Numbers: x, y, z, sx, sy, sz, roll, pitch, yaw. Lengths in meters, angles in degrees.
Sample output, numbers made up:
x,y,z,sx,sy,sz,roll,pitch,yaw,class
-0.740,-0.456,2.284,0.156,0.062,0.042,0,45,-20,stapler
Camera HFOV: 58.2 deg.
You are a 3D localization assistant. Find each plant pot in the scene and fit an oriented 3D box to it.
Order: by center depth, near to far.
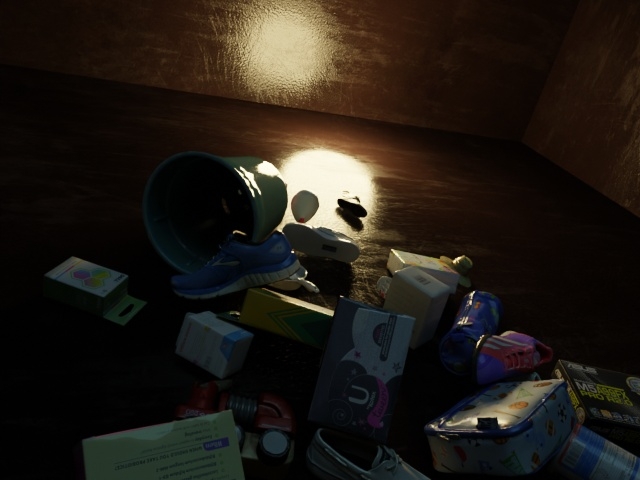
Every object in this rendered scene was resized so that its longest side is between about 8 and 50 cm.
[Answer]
x,y,z,sx,sy,sz,roll,pitch,yaw,class
-0.266,-0.100,1.641,0.341,0.341,0.334,22,20,12,plant pot

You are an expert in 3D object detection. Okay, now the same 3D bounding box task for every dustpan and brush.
x,y,z,sx,sy,sz,roll,pitch,yaw,class
-0.077,0.106,1.605,0.147,0.060,0.211,-11,37,-41,dustpan and brush

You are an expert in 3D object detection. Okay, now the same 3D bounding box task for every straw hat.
x,y,z,sx,sy,sz,roll,pitch,yaw,class
0.462,0.083,1.876,0.144,0.061,0.144,32,25,-17,straw hat

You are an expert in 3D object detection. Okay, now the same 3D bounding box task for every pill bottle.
x,y,z,sx,sy,sz,roll,pitch,yaw,class
0.590,0.479,1.173,0.221,0.124,0.124,29,30,23,pill bottle

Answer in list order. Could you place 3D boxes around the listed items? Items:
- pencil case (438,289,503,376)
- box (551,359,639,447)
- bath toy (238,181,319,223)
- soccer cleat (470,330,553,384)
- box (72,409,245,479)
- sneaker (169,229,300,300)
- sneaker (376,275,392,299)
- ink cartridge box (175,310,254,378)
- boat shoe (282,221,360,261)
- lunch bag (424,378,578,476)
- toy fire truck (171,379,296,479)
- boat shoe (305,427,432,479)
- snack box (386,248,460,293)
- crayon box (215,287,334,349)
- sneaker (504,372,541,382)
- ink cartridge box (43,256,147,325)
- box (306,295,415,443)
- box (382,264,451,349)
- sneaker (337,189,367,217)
x,y,z,sx,sy,sz,roll,pitch,yaw,class
0.405,0.236,1.534,0.119,0.133,0.306,-3,17,28,pencil case
0.748,0.415,1.445,0.269,0.060,0.216,13,27,-4,box
-0.179,-0.132,1.940,0.348,0.151,0.129,15,65,-5,bath toy
0.452,0.279,1.363,0.116,0.109,0.318,8,5,37,soccer cleat
-0.219,0.387,0.811,0.213,0.117,0.243,-3,68,-31,box
-0.222,0.054,1.428,0.329,0.147,0.130,-17,3,7,sneaker
0.233,0.163,1.685,0.158,0.061,0.065,37,8,35,sneaker
-0.237,0.219,1.251,0.143,0.092,0.090,25,9,18,ink cartridge box
0.000,0.000,1.832,0.258,0.095,0.084,22,22,-10,boat shoe
0.361,0.375,1.173,0.303,0.115,0.243,-12,-3,-44,lunch bag
-0.160,0.328,1.081,0.216,0.159,0.246,11,38,-7,toy fire truck
0.106,0.422,1.069,0.267,0.088,0.096,21,28,12,boat shoe
0.309,0.093,1.763,0.174,0.070,0.207,12,8,-6,snack box
-0.062,0.182,1.351,0.322,0.083,0.203,17,-3,4,crayon box
0.518,0.349,1.453,0.053,0.061,0.152,-12,36,-39,sneaker
-0.526,0.116,1.355,0.209,0.062,0.109,19,26,6,ink cartridge box
0.080,0.256,1.156,0.163,0.247,0.142,16,-10,2,box
0.247,0.175,1.521,0.091,0.171,0.130,-17,41,-44,box
0.131,-0.142,2.193,0.170,0.051,0.089,29,35,33,sneaker
